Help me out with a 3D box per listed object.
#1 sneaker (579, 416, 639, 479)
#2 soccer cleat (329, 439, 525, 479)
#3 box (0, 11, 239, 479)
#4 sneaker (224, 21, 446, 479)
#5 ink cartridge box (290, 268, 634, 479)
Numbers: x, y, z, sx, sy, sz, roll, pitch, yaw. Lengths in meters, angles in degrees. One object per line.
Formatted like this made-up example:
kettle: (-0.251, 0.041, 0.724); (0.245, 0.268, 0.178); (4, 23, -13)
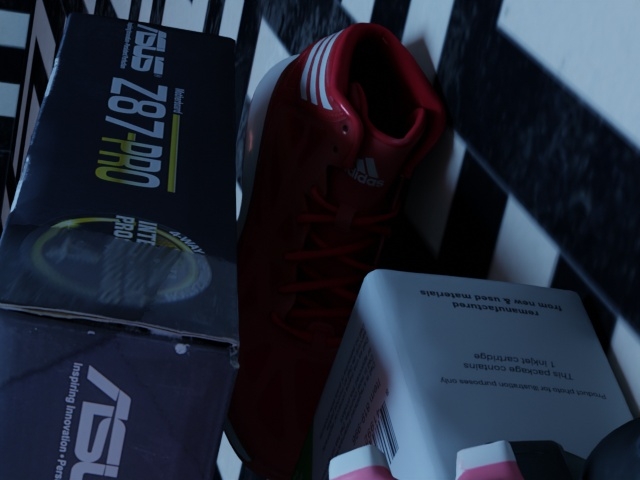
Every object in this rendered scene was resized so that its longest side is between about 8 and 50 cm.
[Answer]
sneaker: (0.145, 0.037, 0.304); (0.124, 0.107, 0.283); (-61, 9, -11)
soccer cleat: (-0.005, 0.135, 0.447); (0.248, 0.083, 0.095); (129, 138, -54)
box: (-0.114, 0.131, 0.713); (0.318, 0.097, 0.395); (-93, 14, -66)
sneaker: (0.000, 0.000, 0.749); (0.128, 0.087, 0.221); (144, 129, -69)
ink cartridge box: (0.053, 0.135, 0.529); (0.208, 0.086, 0.153); (-104, 27, -48)
